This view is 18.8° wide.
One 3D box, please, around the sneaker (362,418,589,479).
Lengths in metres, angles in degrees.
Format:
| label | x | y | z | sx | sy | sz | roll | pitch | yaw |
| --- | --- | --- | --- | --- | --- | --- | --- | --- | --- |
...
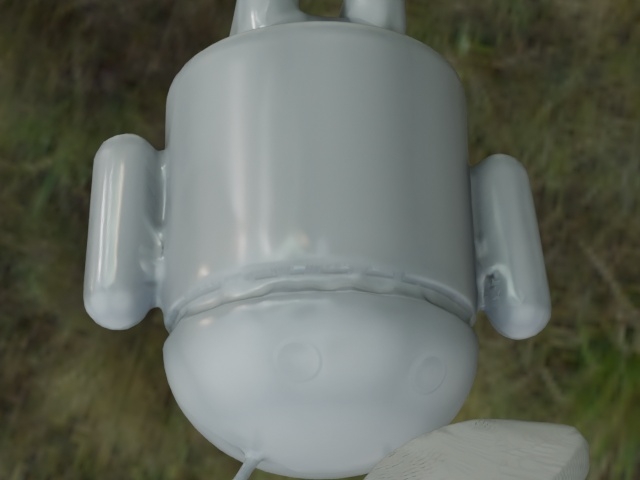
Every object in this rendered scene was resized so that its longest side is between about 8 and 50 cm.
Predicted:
| label | x | y | z | sx | sy | sz | roll | pitch | yaw |
| --- | --- | --- | --- | --- | --- | --- | --- | --- | --- |
| sneaker | 0.044 | 0.155 | 0.833 | 0.080 | 0.212 | 0.094 | 11 | 124 | 42 |

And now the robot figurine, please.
| label | x | y | z | sx | sy | sz | roll | pitch | yaw |
| --- | --- | --- | --- | --- | --- | --- | --- | --- | --- |
| robot figurine | 0.000 | 0.000 | 1.244 | 0.299 | 0.354 | 0.200 | 1 | 157 | -4 |
